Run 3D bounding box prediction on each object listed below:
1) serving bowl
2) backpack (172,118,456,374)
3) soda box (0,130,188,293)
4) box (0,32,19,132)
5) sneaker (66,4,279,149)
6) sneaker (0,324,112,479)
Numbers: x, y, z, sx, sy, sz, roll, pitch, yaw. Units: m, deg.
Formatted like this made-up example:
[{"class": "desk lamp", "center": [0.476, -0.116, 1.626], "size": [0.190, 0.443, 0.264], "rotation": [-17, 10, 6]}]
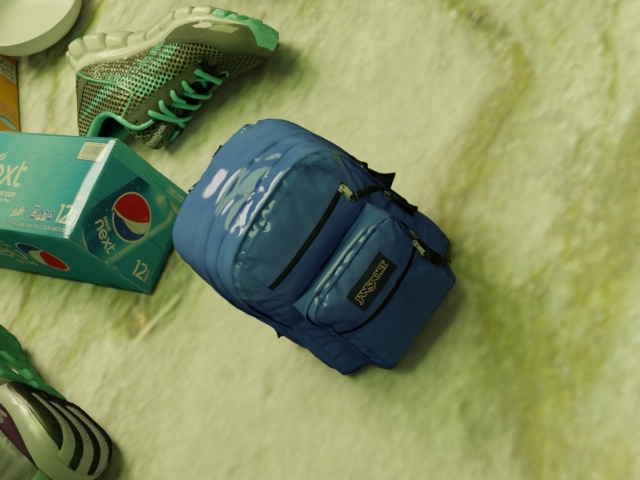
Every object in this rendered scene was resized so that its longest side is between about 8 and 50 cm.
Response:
[{"class": "serving bowl", "center": [-0.205, -0.159, 1.128], "size": [0.083, 0.027, 0.083], "rotation": [-10, 49, 12]}, {"class": "backpack", "center": [0.000, 0.000, 0.765], "size": [0.101, 0.120, 0.098], "rotation": [25, 80, 49]}, {"class": "soda box", "center": [-0.179, -0.022, 0.983], "size": [0.210, 0.071, 0.067], "rotation": [8, 67, 45]}, {"class": "box", "center": [-0.252, -0.090, 1.132], "size": [0.081, 0.028, 0.136], "rotation": [-33, 42, 20]}, {"class": "sneaker", "center": [-0.090, -0.093, 0.972], "size": [0.166, 0.065, 0.076], "rotation": [-10, 73, 42]}, {"class": "sneaker", "center": [-0.211, 0.101, 0.922], "size": [0.223, 0.083, 0.098], "rotation": [35, 93, 49]}]
